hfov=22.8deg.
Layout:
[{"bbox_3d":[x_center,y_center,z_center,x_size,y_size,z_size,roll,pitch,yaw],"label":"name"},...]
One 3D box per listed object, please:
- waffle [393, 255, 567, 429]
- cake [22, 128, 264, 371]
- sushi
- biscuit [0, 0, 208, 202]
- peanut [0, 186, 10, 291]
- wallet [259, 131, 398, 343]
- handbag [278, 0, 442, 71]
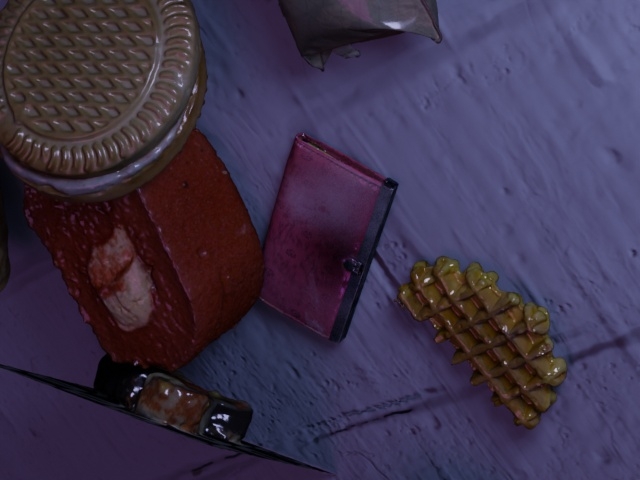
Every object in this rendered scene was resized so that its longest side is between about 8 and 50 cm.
[{"bbox_3d":[0.163,0.099,1.619,0.192,0.046,0.160,25,132,19],"label":"waffle"},{"bbox_3d":[-0.183,-0.003,1.698,0.177,0.151,0.283,-19,101,47],"label":"cake"},{"bbox_3d":[-0.171,0.170,1.800,0.320,0.068,0.339,16,174,26],"label":"sushi"},{"bbox_3d":[-0.229,-0.166,1.583,0.259,0.259,0.079,17,172,24],"label":"biscuit"},{"bbox_3d":[-0.469,-0.071,1.852,0.140,0.153,0.325,-32,93,30],"label":"peanut"},{"bbox_3d":[0.000,0.000,1.673,0.119,0.025,0.232,30,133,14],"label":"wallet"},{"bbox_3d":[-0.011,-0.278,1.417,0.182,0.117,0.270,-8,118,47],"label":"handbag"}]
